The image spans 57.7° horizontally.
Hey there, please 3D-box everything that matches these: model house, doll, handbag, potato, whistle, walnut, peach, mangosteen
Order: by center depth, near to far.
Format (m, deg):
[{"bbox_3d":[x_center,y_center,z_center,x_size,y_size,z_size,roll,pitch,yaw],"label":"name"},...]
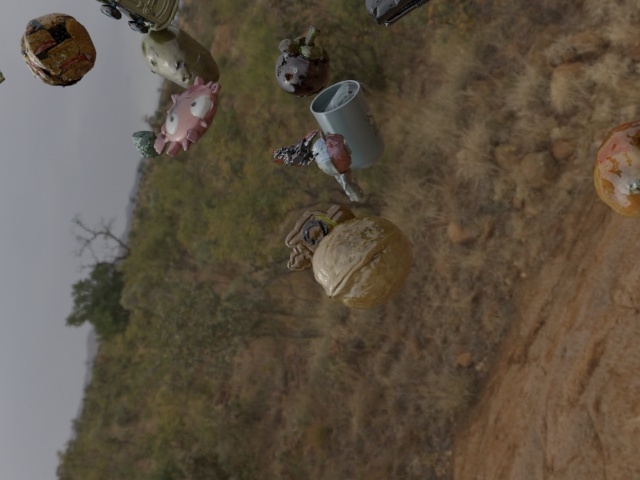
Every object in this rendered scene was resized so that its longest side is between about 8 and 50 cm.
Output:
[{"bbox_3d":[0.709,-0.150,1.271,0.235,0.214,0.214,-42,-13,-45],"label":"peach"},{"bbox_3d":[-0.351,-0.323,1.536,0.262,0.093,0.211,-30,53,29],"label":"doll"},{"bbox_3d":[0.227,-0.710,1.567,0.244,0.088,0.275,-28,39,22],"label":"handbag"},{"bbox_3d":[-0.057,-0.510,1.696,0.172,0.173,0.183,-105,-10,-56],"label":"mangosteen"},{"bbox_3d":[-0.500,-0.290,1.698,0.083,0.079,0.066,84,-179,-59],"label":"model house"},{"bbox_3d":[-0.435,-0.568,1.809,0.164,0.263,0.165,-62,5,9],"label":"potato"},{"bbox_3d":[0.131,0.070,1.814,0.313,0.277,0.252,-43,19,-25],"label":"walnut"},{"bbox_3d":[0.073,-0.264,2.078,0.134,0.346,0.142,-36,45,2],"label":"whistle"}]

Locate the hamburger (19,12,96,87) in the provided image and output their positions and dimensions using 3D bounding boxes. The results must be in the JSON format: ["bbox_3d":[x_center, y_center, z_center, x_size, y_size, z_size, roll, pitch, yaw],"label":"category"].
[{"bbox_3d":[-0.830,-0.607,1.850,0.107,0.231,0.230,-14,64,55],"label":"hamburger"}]

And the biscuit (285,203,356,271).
[{"bbox_3d":[0.000,0.000,1.968,0.290,0.208,0.041,-45,12,7],"label":"biscuit"}]

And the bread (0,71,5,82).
[{"bbox_3d":[-0.676,-0.327,1.171,0.110,0.060,0.066,1,83,51],"label":"bread"}]

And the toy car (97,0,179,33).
[{"bbox_3d":[-0.555,-0.723,1.681,0.198,0.248,0.204,29,97,48],"label":"toy car"}]

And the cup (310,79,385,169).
[{"bbox_3d":[0.120,-0.440,2.262,0.206,0.312,0.205,-21,38,17],"label":"cup"}]

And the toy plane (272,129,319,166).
[{"bbox_3d":[-0.051,-0.242,1.553,0.189,0.130,0.061,-24,61,59],"label":"toy plane"}]
